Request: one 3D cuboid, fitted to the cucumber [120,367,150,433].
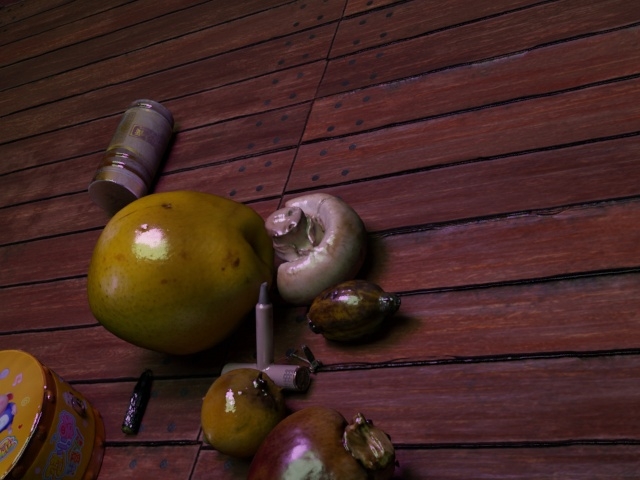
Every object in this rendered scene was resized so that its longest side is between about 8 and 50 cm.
[{"bbox_3d":[-0.397,0.346,1.990,0.039,0.043,0.163,18,55,-5],"label":"cucumber"}]

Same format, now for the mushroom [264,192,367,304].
[{"bbox_3d":[0.000,0.000,1.900,0.189,0.195,0.253,-17,47,18],"label":"mushroom"}]

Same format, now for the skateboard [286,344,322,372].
[{"bbox_3d":[-0.042,0.227,1.822,0.032,0.064,0.083,-43,30,-25],"label":"skateboard"}]

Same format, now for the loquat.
[{"bbox_3d":[-0.156,0.333,1.737,0.204,0.149,0.172,-35,39,26],"label":"loquat"}]

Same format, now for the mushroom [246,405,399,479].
[{"bbox_3d":[-0.006,0.404,1.522,0.283,0.195,0.263,-39,34,-1],"label":"mushroom"}]

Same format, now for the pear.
[{"bbox_3d":[-0.296,0.066,1.930,0.418,0.362,0.362,-18,44,26],"label":"pear"}]

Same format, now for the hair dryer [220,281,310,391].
[{"bbox_3d":[-0.131,0.195,1.814,0.195,0.220,0.054,-5,13,35],"label":"hair dryer"}]

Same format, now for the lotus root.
[{"bbox_3d":[0.064,0.134,1.782,0.209,0.120,0.120,-16,45,28],"label":"lotus root"}]

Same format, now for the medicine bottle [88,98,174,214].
[{"bbox_3d":[-0.522,-0.237,2.539,0.151,0.151,0.322,-10,47,30],"label":"medicine bottle"}]

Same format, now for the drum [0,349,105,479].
[{"bbox_3d":[-0.689,0.461,1.959,0.431,0.214,0.431,-20,43,19],"label":"drum"}]
